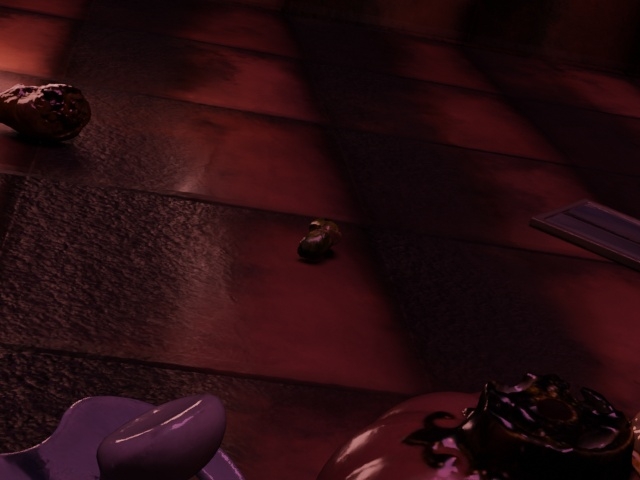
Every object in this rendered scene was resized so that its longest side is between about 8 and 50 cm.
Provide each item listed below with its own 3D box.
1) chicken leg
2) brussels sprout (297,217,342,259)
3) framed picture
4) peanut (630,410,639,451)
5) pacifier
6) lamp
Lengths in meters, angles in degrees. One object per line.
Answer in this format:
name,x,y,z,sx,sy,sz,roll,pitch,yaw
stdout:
chicken leg,-0.481,-0.202,1.772,0.252,0.087,0.107,5,1,-2
brussels sprout,0.001,0.000,1.566,0.051,0.046,0.083,-27,16,24
framed picture,0.513,0.003,1.877,0.289,0.016,0.213,26,25,31
peanut,0.428,0.240,1.068,0.306,0.147,0.147,26,25,27
pacifier,-0.123,0.186,0.826,0.227,0.207,0.279,38,29,14
lamp,0.139,0.217,0.833,0.305,0.239,0.305,11,22,-5
